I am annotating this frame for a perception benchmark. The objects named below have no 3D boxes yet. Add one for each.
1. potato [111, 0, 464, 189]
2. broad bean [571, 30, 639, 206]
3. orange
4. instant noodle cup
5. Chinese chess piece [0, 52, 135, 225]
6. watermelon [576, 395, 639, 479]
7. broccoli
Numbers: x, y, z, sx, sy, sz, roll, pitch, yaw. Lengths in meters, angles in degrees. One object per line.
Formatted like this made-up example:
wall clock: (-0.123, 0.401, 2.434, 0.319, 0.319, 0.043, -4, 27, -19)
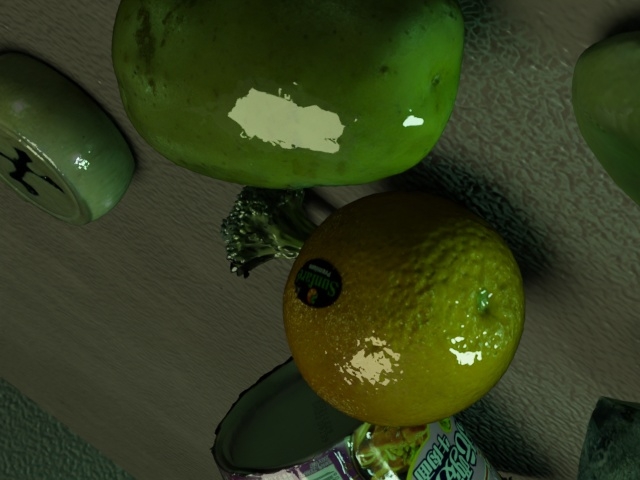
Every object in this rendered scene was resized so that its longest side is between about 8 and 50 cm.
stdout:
potato: (-0.031, -0.142, 1.317, 0.304, 0.216, 0.216, 19, 152, 43)
broad bean: (0.263, -0.063, 1.166, 0.228, 0.100, 0.169, 20, 146, 43)
orange: (0.074, 0.063, 1.563, 0.236, 0.236, 0.236, 32, 159, 14)
instant noodle cup: (0.041, 0.283, 1.973, 0.340, 0.340, 0.266, 4, 129, 56)
Chinese chess piece: (-0.328, -0.116, 2.018, 0.238, 0.092, 0.237, 33, 160, 14)
watermelon: (0.355, 0.244, 1.520, 0.289, 0.214, 0.320, 42, 128, 13)
broccoli: (-0.001, 0.001, 1.746, 0.204, 0.118, 0.122, 19, 126, 6)
